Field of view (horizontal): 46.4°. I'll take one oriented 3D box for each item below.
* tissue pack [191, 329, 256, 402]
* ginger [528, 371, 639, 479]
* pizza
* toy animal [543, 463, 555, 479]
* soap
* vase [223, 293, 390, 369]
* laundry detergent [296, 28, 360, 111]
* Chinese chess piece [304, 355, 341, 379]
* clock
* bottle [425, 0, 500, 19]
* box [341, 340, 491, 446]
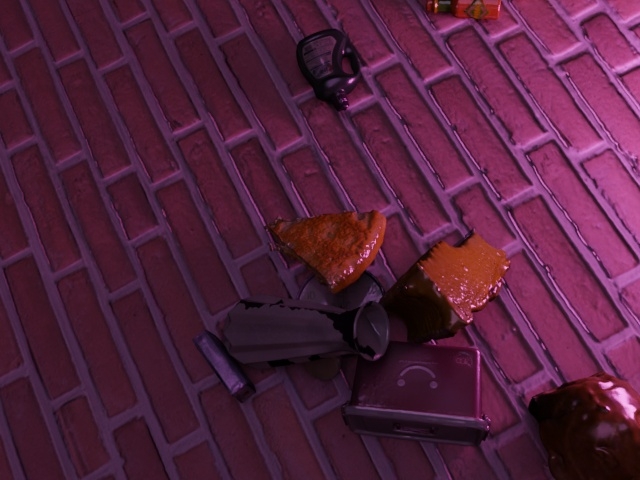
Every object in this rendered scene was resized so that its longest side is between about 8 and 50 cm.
[{"bbox_3d":[-0.208,0.273,1.618,0.051,0.112,0.156,-38,70,-7],"label":"tissue pack"},{"bbox_3d":[0.528,0.362,1.412,0.200,0.269,0.223,-30,67,20],"label":"ginger"},{"bbox_3d":[0.000,0.000,1.702,0.288,0.075,0.280,18,46,31],"label":"pizza"},{"bbox_3d":[0.495,0.481,1.477,0.124,0.085,0.071,7,88,15],"label":"toy animal"},{"bbox_3d":[0.289,0.064,1.497,0.304,0.338,0.169,-43,86,-12],"label":"soap"},{"bbox_3d":[-0.035,0.185,1.533,0.360,0.165,0.165,-7,65,39],"label":"vase"},{"bbox_3d":[0.033,-0.419,1.863,0.144,0.078,0.221,-22,68,-5],"label":"laundry detergent"},{"bbox_3d":[0.005,0.261,1.614,0.084,0.084,0.034,17,31,13],"label":"Chinese chess piece"},{"bbox_3d":[0.047,0.153,1.668,0.215,0.042,0.214,-2,69,7],"label":"clock"},{"bbox_3d":[0.362,-0.597,1.895,0.187,0.069,0.069,5,71,11],"label":"bottle"},{"bbox_3d":[0.198,0.309,1.521,0.294,0.193,0.167,4,62,9],"label":"box"}]
